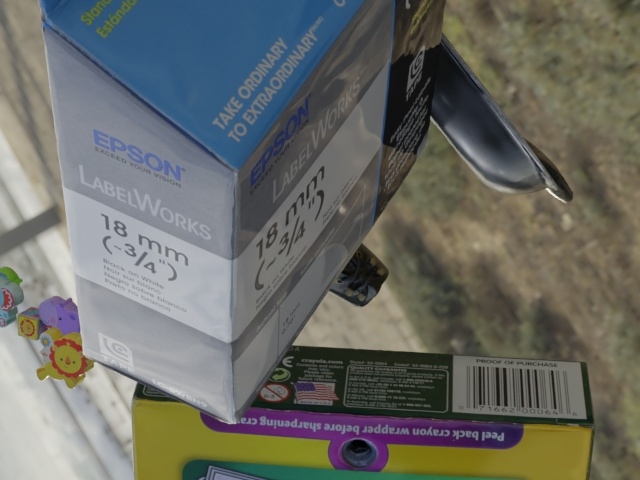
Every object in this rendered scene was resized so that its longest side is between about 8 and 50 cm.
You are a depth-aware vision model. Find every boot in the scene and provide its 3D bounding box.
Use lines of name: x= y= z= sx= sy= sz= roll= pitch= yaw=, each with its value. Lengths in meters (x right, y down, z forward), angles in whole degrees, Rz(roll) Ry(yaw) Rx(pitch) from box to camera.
boot: x=0.000 y=0.000 z=1.147 sx=0.137 sy=0.077 sz=0.198 roll=37 pitch=-177 yaw=-7

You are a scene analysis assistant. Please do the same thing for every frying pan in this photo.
frying pan: x=0.096 y=-0.101 z=1.125 sx=0.197 sy=0.053 sz=0.326 roll=53 pitch=-174 yaw=7

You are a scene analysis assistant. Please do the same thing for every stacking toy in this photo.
stacking toy: x=-0.270 y=0.063 z=1.501 sx=0.221 sy=0.167 sz=0.052 roll=12 pitch=111 yaw=20

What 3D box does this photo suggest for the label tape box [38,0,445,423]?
label tape box: x=-0.027 y=-0.096 z=0.828 sx=0.106 sy=0.240 sz=0.333 roll=25 pitch=146 yaw=15

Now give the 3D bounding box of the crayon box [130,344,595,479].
crayon box: x=0.032 y=0.247 z=1.365 sx=0.106 sy=0.363 sz=0.313 roll=-81 pitch=-7 yaw=-60
